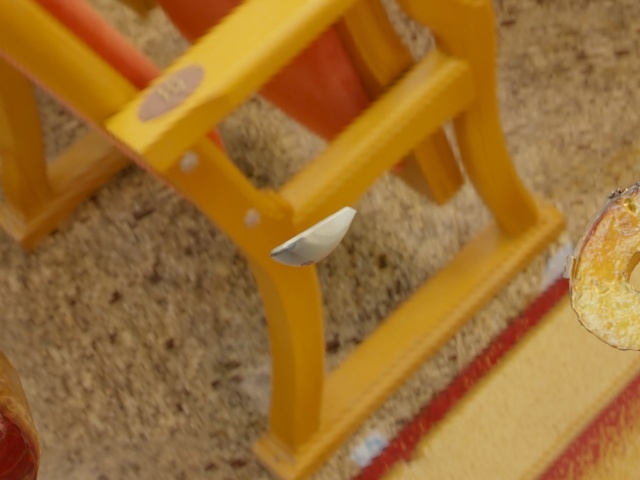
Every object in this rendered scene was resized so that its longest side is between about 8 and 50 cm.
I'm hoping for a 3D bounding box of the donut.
[{"bbox_3d":[0.330,0.028,1.628,0.146,0.078,0.181,15,84,33],"label":"donut"}]

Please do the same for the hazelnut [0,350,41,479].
[{"bbox_3d":[-0.356,0.176,1.377,0.229,0.229,0.229,-6,57,10],"label":"hazelnut"}]

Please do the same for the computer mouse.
[{"bbox_3d":[0.000,0.000,1.498,0.110,0.056,0.032,-31,92,-47],"label":"computer mouse"}]
